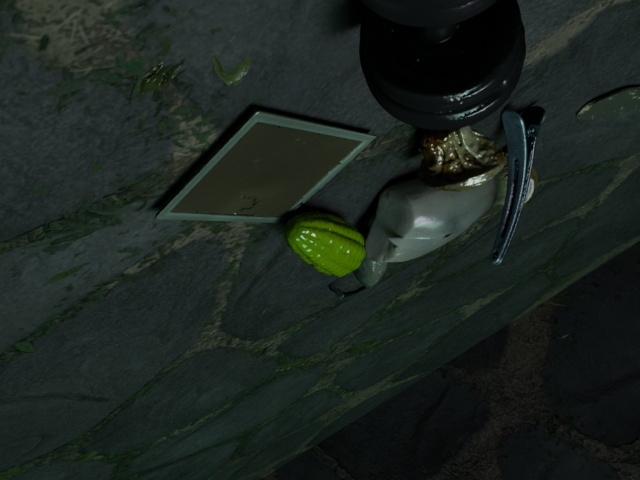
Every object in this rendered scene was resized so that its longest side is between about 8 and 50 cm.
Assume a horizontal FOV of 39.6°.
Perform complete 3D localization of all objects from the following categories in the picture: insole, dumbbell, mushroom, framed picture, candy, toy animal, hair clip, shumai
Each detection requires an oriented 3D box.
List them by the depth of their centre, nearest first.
[{"bbox_3d":[0.114,-0.246,0.874,0.185,0.185,0.388,-30,160,0],"label":"dumbbell"},{"bbox_3d":[-0.070,-0.094,1.215,0.216,0.016,0.273,-42,157,26],"label":"framed picture"},{"bbox_3d":[0.208,-0.144,1.360,0.145,0.145,0.116,-27,118,-7],"label":"shumai"},{"bbox_3d":[0.000,0.000,1.423,0.097,0.096,0.209,-35,157,14],"label":"candy"},{"bbox_3d":[0.329,-0.089,1.506,0.083,0.048,0.275,-14,115,-42],"label":"hair clip"},{"bbox_3d":[0.233,-0.066,1.560,0.329,0.122,0.159,-21,170,-29],"label":"mushroom"},{"bbox_3d":[0.080,0.055,1.670,0.070,0.079,0.253,-22,158,-19],"label":"toy animal"},{"bbox_3d":[0.577,-0.267,1.684,0.248,0.011,0.081,-15,156,-33],"label":"insole"}]
